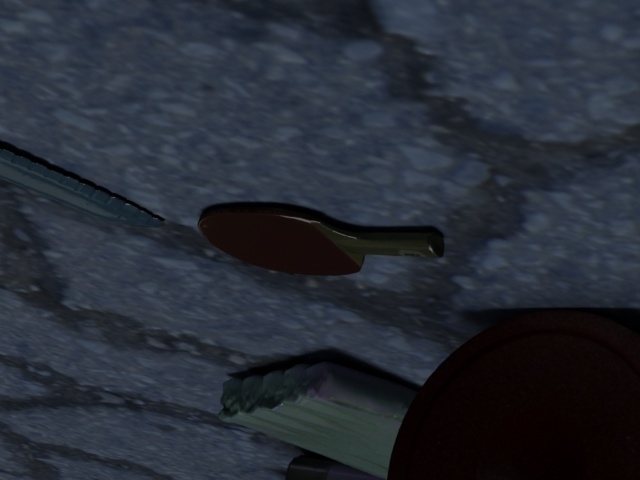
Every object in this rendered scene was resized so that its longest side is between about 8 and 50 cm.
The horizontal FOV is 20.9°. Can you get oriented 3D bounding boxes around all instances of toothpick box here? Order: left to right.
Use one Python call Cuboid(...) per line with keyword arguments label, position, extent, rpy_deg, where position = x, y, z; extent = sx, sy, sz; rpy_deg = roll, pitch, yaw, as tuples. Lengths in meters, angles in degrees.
Cuboid(label="toothpick box", position=(0.213, 0.197, 1.129), extent=(0.204, 0.204, 0.333), rpy_deg=(-2, 155, 36))

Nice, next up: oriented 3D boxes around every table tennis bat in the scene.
Cuboid(label="table tennis bat", position=(0.000, 0.000, 1.009), extent=(0.156, 0.013, 0.087), rpy_deg=(2, 155, 33))

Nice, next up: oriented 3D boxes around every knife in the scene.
Cuboid(label="knife", position=(-0.225, -0.062, 0.981), extent=(0.313, 0.019, 0.044), rpy_deg=(23, 156, -30))

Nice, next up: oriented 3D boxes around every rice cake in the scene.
Cuboid(label="rice cake", position=(0.037, 0.143, 1.332), extent=(0.198, 0.037, 0.189), rpy_deg=(22, 159, -24))

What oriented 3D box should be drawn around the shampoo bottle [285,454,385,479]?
Cuboid(label="shampoo bottle", position=(0.086, 0.229, 1.505), extent=(0.227, 0.056, 0.086), rpy_deg=(5, 160, 22))
